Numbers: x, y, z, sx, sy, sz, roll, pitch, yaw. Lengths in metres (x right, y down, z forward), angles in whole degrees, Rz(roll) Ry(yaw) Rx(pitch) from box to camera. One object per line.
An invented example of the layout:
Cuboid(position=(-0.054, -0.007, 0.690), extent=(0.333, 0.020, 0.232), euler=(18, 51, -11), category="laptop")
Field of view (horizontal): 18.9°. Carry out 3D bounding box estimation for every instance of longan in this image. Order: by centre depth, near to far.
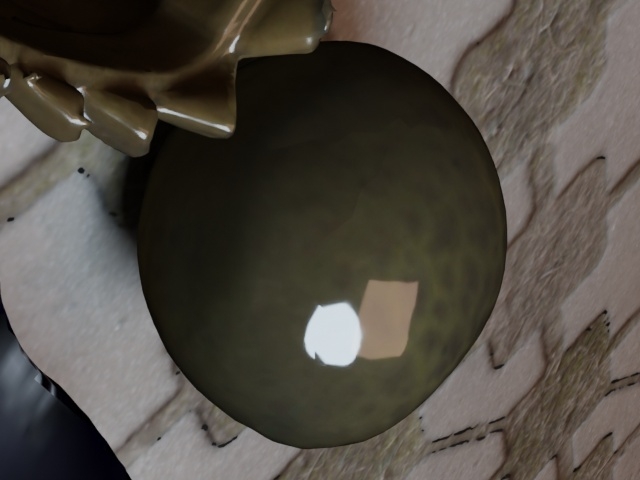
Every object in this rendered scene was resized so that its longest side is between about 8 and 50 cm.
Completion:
Cuboid(position=(0.000, 0.000, 0.953), extent=(0.212, 0.198, 0.198), euler=(-49, 157, -47), category="longan")

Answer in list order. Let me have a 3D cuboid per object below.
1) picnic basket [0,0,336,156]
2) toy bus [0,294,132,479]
Cuboid(position=(-0.016, -0.159, 0.571), extent=(0.291, 0.321, 0.254), euler=(-60, 160, 8), category="picnic basket")
Cuboid(position=(-0.180, 0.118, 0.754), extent=(0.171, 0.162, 0.386), euler=(-57, 158, -19), category="toy bus")
